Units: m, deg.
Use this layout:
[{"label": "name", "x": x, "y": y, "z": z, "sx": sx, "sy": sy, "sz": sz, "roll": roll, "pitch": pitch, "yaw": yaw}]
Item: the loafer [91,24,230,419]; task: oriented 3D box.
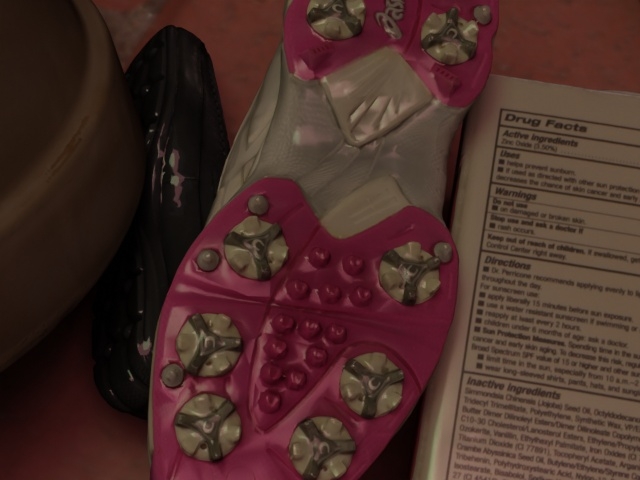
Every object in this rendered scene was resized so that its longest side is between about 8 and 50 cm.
[{"label": "loafer", "x": -0.069, "y": -0.009, "z": 0.733, "sx": 0.078, "sy": 0.076, "sz": 0.223, "roll": 19, "pitch": 52, "yaw": -31}]

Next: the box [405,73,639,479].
[{"label": "box", "x": 0.122, "y": 0.060, "z": 0.664, "sx": 0.149, "sy": 0.127, "sz": 0.232, "roll": 10, "pitch": 65, "yaw": 5}]

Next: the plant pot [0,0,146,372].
[{"label": "plant pot", "x": -0.256, "y": -0.113, "z": 0.604, "sx": 0.323, "sy": 0.280, "sz": 0.323, "roll": -5, "pitch": 41, "yaw": 4}]

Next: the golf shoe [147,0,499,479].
[{"label": "golf shoe", "x": 0.000, "y": 0.000, "z": 0.646, "sx": 0.115, "sy": 0.140, "sz": 0.306, "roll": 22, "pitch": 65, "yaw": -5}]
